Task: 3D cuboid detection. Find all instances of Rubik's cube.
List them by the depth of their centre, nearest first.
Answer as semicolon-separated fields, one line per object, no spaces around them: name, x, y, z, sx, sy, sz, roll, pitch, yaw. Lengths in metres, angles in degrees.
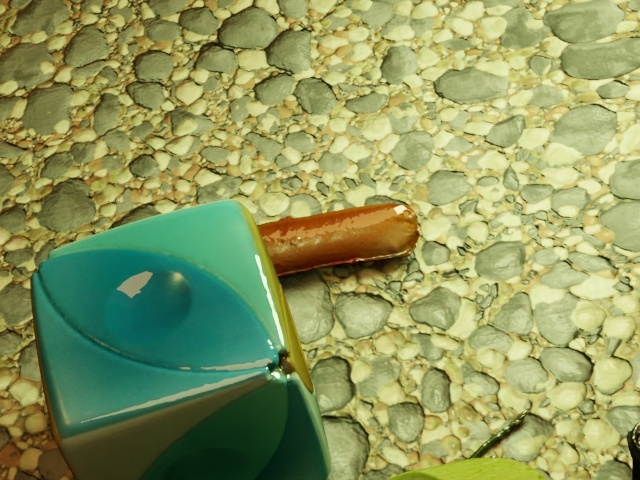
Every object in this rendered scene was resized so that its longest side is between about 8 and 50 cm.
Rubik's cube;-0.198;0.191;1.888;0.352;0.347;0.352;-20;51;-2

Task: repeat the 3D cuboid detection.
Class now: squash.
squash;0.215;0.414;1.823;0.204;0.155;0.236;-41;52;29

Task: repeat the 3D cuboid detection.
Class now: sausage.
sausage;0.000;0.000;2.154;0.330;0.102;0.102;-9;51;7

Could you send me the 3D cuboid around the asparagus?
asparagus;0.246;0.303;1.911;0.163;0.016;0.016;-38;28;-17

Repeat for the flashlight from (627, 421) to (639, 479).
flashlight;0.444;0.311;1.716;0.093;0.232;0.093;-6;53;7
